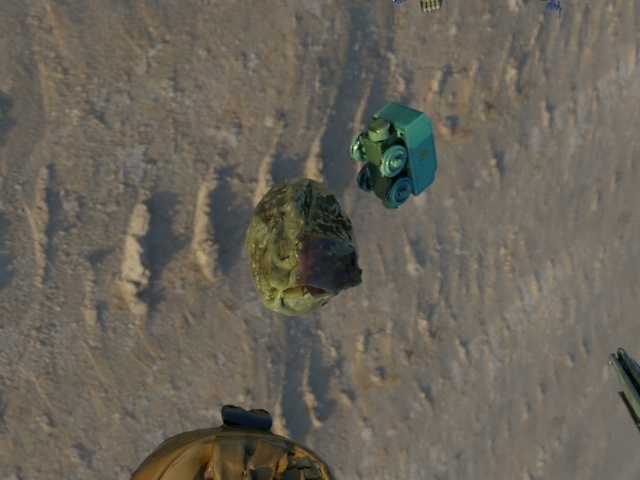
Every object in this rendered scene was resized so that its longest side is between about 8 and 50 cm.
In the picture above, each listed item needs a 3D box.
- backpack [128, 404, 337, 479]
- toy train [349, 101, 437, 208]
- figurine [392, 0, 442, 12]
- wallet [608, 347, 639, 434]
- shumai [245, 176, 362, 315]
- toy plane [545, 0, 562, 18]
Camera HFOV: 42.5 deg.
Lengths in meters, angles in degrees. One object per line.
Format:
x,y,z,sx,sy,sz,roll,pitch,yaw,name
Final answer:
-0.111,0.417,1.069,0.353,0.201,0.378,13,91,-22,backpack
0.142,-0.156,1.543,0.154,0.107,0.198,-40,138,-24,toy train
0.189,-0.582,1.667,0.262,0.164,0.121,87,24,-72,figurine
0.727,0.417,1.772,0.075,0.342,0.237,-30,145,8,wallet
0.000,0.000,1.472,0.225,0.222,0.261,23,61,-31,shumai
0.414,-0.443,1.452,0.167,0.062,0.054,42,46,-72,toy plane
